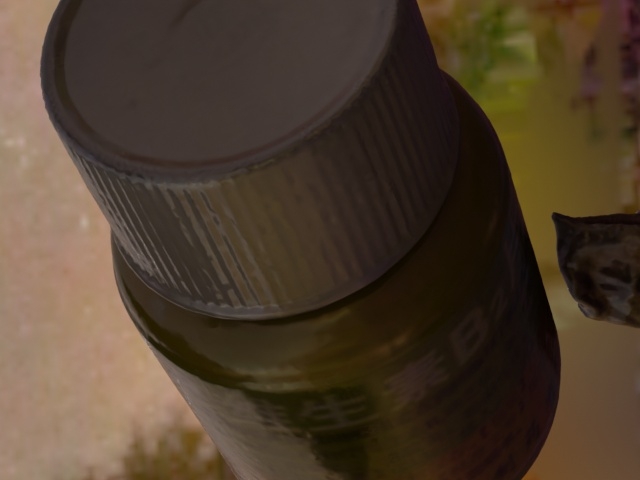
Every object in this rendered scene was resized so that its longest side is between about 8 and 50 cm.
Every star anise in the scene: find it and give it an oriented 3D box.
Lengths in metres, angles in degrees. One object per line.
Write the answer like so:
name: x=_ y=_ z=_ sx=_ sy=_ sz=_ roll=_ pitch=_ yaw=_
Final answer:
star anise: x=0.314 y=0.047 z=1.488 sx=0.198 sy=0.257 sz=0.111 roll=53 pitch=124 yaw=29

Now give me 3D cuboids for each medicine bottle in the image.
medicine bottle: x=0.000 y=0.000 z=1.053 sx=0.384 sy=0.224 sz=0.224 roll=65 pitch=-163 yaw=-53
